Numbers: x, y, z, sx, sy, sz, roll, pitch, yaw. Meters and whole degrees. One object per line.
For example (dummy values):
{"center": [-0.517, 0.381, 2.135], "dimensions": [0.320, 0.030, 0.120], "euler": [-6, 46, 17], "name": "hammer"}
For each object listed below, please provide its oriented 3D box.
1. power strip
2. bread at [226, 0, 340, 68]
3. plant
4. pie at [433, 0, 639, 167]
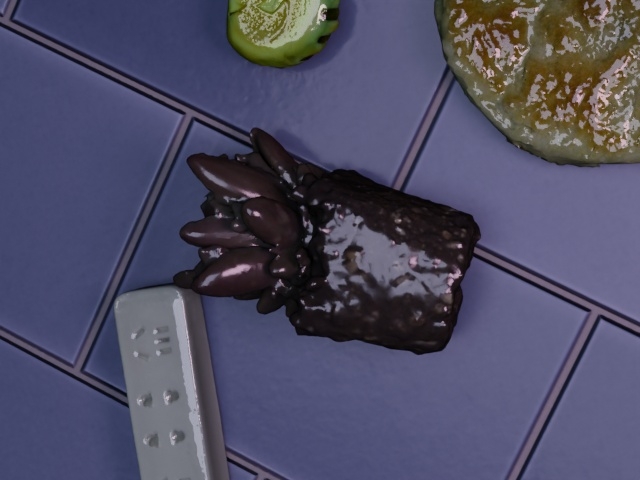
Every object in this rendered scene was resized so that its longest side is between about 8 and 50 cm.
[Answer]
{"center": [-0.158, 0.241, 1.575], "dimensions": [0.091, 0.062, 0.385], "euler": [-9, 90, 17], "name": "power strip"}
{"center": [-0.043, -0.257, 1.515], "dimensions": [0.130, 0.071, 0.139], "euler": [-16, 91, 17], "name": "bread"}
{"center": [0.000, 0.000, 1.468], "dimensions": [0.321, 0.181, 0.194], "euler": [15, 96, 8], "name": "plant"}
{"center": [0.272, -0.231, 1.441], "dimensions": [0.296, 0.078, 0.371], "euler": [-31, 84, 12], "name": "pie"}
